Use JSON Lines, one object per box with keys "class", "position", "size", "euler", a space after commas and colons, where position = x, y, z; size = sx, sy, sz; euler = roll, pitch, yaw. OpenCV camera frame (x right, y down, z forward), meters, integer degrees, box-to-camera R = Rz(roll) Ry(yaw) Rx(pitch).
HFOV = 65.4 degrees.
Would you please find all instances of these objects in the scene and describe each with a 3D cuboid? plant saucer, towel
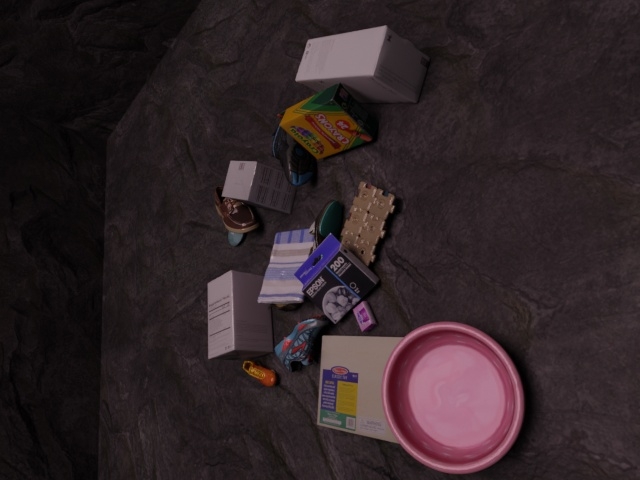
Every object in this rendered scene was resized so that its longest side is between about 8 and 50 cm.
{"class": "plant saucer", "position": [0.307, 0.359, 1.163], "size": [0.332, 0.084, 0.332], "euler": [-9, 73, 31]}
{"class": "towel", "position": [-0.108, 0.087, 1.735], "size": [0.209, 0.034, 0.285], "euler": [-5, 60, 37]}
{"class": "plant saucer", "position": [-0.352, -0.035, 2.128], "size": [0.119, 0.021, 0.119], "euler": [-18, 65, 44]}

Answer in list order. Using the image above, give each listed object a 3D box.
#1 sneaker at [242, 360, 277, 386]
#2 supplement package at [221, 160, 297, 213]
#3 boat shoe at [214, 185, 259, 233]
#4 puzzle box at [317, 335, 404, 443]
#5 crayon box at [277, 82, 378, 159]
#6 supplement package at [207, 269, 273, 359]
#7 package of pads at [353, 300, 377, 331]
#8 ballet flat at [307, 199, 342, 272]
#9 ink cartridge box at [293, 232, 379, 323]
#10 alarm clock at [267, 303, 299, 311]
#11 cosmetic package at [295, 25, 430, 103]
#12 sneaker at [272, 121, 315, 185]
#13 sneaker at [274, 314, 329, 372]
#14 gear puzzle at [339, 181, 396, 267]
{"class": "sneaker", "position": [-0.219, 0.480, 1.786], "size": [0.175, 0.067, 0.064], "euler": [9, 84, 48]}
{"class": "supplement package", "position": [-0.228, -0.204, 1.897], "size": [0.194, 0.203, 0.149], "euler": [14, 89, 49]}
{"class": "boat shoe", "position": [-0.361, -0.138, 2.064], "size": [0.342, 0.123, 0.123], "euler": [43, 150, 52]}
{"class": "puzzle box", "position": [0.149, 0.405, 1.400], "size": [0.409, 0.052, 0.272], "euler": [-10, 72, 47]}
{"class": "crayon box", "position": [0.008, -0.384, 1.679], "size": [0.318, 0.202, 0.081], "euler": [-11, 51, 48]}
{"class": "supplement package", "position": [-0.300, 0.283, 1.852], "size": [0.175, 0.177, 0.293], "euler": [-28, 58, 41]}
{"class": "package of pads", "position": [0.133, 0.227, 1.487], "size": [0.050, 0.032, 0.083], "euler": [-47, 48, 31]}
{"class": "ballet flat", "position": [0.000, 0.000, 1.641], "size": [0.096, 0.095, 0.280], "euler": [-6, 67, 43]}
{"class": "ink cartridge box", "position": [0.039, 0.119, 1.531], "size": [0.208, 0.045, 0.206], "euler": [44, 118, 5]}
{"class": "alarm clock", "position": [-0.103, 0.181, 1.743], "size": [0.192, 0.064, 0.129], "euler": [-14, 60, 40]}
{"class": "cosmetic package", "position": [0.127, -0.545, 1.591], "size": [0.385, 0.217, 0.156], "euler": [21, 94, 52]}
{"class": "sneaker", "position": [-0.108, -0.321, 1.866], "size": [0.139, 0.125, 0.341], "euler": [-36, 44, 34]}
{"class": "sneaker", "position": [-0.040, 0.339, 1.620], "size": [0.262, 0.104, 0.125], "euler": [-50, 59, 37]}
{"class": "gear puzzle", "position": [0.134, -0.003, 1.555], "size": [0.175, 0.044, 0.339], "euler": [32, 106, 47]}
